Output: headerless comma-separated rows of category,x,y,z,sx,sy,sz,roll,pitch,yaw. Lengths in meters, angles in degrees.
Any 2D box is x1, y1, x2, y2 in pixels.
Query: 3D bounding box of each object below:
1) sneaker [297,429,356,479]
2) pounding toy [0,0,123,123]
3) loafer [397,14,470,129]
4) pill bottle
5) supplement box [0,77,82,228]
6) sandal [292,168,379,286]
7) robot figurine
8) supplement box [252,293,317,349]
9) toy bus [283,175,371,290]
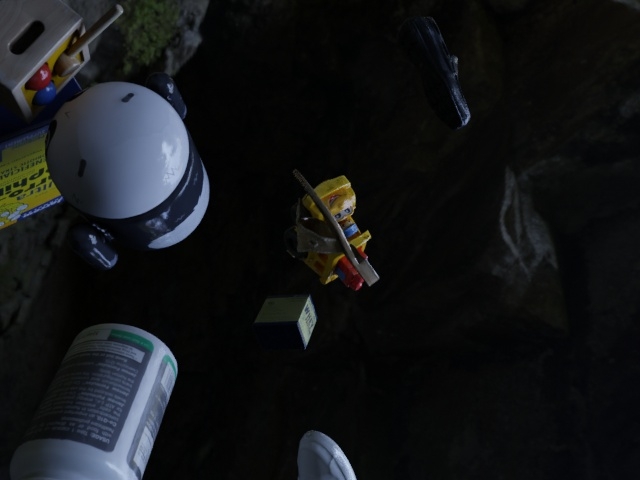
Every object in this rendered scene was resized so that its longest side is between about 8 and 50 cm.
sneaker,-0.013,0.509,1.178,0.108,0.169,0.292,0,-69,37
pounding toy,-0.300,-0.210,0.711,0.141,0.100,0.130,-54,-172,-15
loafer,0.220,-0.308,1.174,0.223,0.078,0.076,65,-19,6
pill bottle,-0.386,0.333,1.092,0.204,0.204,0.361,-56,-165,37
supplement box,-0.496,-0.165,0.976,0.195,0.194,0.356,58,-30,1
sandal,0.002,0.002,1.035,0.079,0.240,0.088,-38,-152,0
robot figurine,-0.240,-0.087,0.833,0.278,0.173,0.209,93,-20,-75
supplement box,-0.059,0.140,1.115,0.083,0.083,0.056,-66,146,-54
toy bus,0.039,-0.001,1.445,0.211,0.149,0.220,49,-31,22
